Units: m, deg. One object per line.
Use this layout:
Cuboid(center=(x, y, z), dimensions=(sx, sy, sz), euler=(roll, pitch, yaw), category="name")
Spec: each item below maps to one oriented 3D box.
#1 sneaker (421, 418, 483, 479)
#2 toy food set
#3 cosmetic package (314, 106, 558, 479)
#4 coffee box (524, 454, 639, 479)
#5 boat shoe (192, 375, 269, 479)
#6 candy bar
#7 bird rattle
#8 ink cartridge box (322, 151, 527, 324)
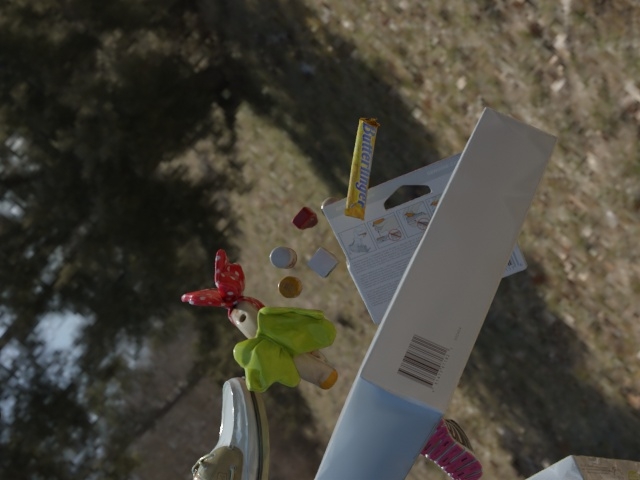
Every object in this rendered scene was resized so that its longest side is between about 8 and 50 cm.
Cuboid(center=(0.168, 0.283, 1.688), dimensions=(0.170, 0.063, 0.075), euler=(44, -172, -19), category="sneaker")
Cuboid(center=(0.000, 0.000, 2.098), dimensions=(0.111, 0.232, 0.104), euler=(40, -175, 10), category="toy food set")
Cuboid(center=(0.124, 0.081, 1.269), dimensions=(0.097, 0.377, 0.284), euler=(24, 145, 7), category="cosmetic package")
Cuboid(center=(0.490, 0.637, 2.232), dimensions=(0.338, 0.338, 0.334), euler=(17, -136, -52), category="coffee box")
Cuboid(center=(-0.131, 0.339, 1.658), dimensions=(0.103, 0.302, 0.113), euler=(2, 155, -14), category="boat shoe")
Cuboid(center=(0.064, -0.113, 1.799), dimensions=(0.040, 0.161, 0.018), euler=(11, 177, -35), category="candy bar")
Cuboid(center=(-0.079, 0.137, 1.654), dimensions=(0.207, 0.143, 0.253), euler=(39, 173, -40), category="bird rattle")
Cuboid(center=(0.170, -0.012, 1.903), dimensions=(0.060, 0.275, 0.238), euler=(-89, -25, -66), category="ink cartridge box")
